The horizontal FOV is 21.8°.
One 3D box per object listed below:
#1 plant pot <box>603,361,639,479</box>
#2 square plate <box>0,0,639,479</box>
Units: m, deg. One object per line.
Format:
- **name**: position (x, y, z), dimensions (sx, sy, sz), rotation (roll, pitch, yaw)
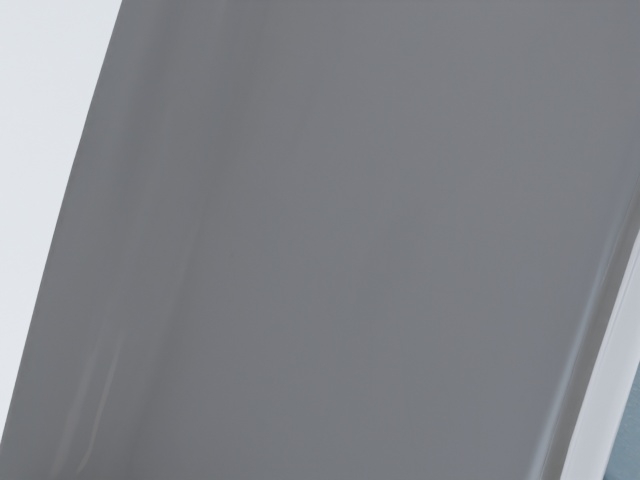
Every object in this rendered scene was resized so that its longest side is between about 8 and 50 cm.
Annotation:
- **plant pot**: position (0.088, 0.109, 0.907), dimensions (0.247, 0.248, 0.252), rotation (-46, -131, 30)
- **square plate**: position (0.000, 0.000, 0.517), dimensions (0.049, 0.347, 0.344), rotation (13, -173, -30)
